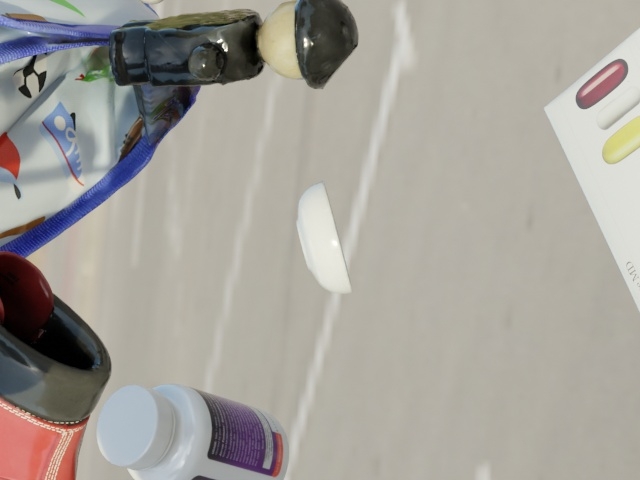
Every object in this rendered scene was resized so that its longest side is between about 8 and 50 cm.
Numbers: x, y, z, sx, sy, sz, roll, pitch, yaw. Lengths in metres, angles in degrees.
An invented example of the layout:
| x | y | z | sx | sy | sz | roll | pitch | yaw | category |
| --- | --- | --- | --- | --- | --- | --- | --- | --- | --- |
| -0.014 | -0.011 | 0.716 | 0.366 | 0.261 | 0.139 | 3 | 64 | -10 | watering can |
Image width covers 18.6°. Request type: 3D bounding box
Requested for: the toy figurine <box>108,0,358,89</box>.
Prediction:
| x | y | z | sx | sy | sz | roll | pitch | yaw | category |
| --- | --- | --- | --- | --- | --- | --- | --- | --- | --- |
| -0.060 | -0.206 | 1.137 | 0.209 | 0.148 | 0.213 | 62 | -149 | -55 | toy figurine |

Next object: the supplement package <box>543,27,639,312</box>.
| x | y | z | sx | sy | sz | roll | pitch | yaw | category |
| --- | --- | --- | --- | --- | --- | --- | --- | --- | --- |
| 0.371 | -0.054 | 1.856 | 0.145 | 0.204 | 0.262 | -41 | 63 | 40 | supplement package |

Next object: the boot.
| x | y | z | sx | sy | sz | roll | pitch | yaw | category |
| --- | --- | --- | --- | --- | --- | --- | --- | --- | --- |
| -0.220 | 0.056 | 1.001 | 0.088 | 0.244 | 0.176 | -39 | -29 | -56 | boot |

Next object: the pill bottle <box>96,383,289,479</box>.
| x | y | z | sx | sy | sz | roll | pitch | yaw | category |
| --- | --- | --- | --- | --- | --- | --- | --- | --- | --- |
| -0.128 | 0.202 | 1.937 | 0.108 | 0.193 | 0.108 | -14 | 67 | 34 | pill bottle |

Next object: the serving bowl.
| x | y | z | sx | sy | sz | roll | pitch | yaw | category |
| --- | --- | --- | --- | --- | --- | --- | --- | --- | --- |
| 0.000 | 0.000 | 1.397 | 0.083 | 0.027 | 0.083 | -14 | -90 | -89 | serving bowl |

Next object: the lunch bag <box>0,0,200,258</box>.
| x | y | z | sx | sy | sz | roll | pitch | yaw | category |
| --- | --- | --- | --- | --- | --- | --- | --- | --- | --- |
| -0.318 | -0.123 | 1.286 | 0.328 | 0.385 | 0.239 | 44 | 148 | 31 | lunch bag |
